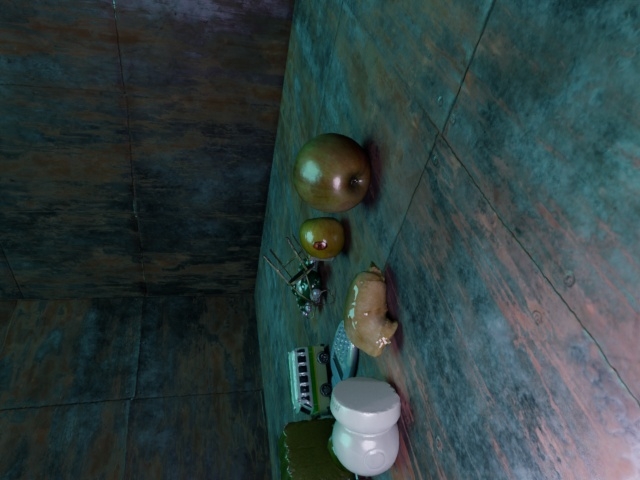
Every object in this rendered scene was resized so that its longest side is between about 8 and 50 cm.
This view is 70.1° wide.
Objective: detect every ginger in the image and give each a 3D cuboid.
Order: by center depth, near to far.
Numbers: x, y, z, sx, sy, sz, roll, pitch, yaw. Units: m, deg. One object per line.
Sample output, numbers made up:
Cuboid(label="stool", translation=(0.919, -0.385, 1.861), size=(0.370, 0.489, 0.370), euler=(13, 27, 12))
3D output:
Cuboid(label="ginger", translation=(0.134, 0.194, 1.288), size=(0.138, 0.152, 0.267), euler=(44, -145, -69))

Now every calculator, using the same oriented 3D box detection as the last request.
Cuboid(label="calculator", translation=(0.082, 0.424, 1.644), size=(0.188, 0.042, 0.302), euler=(-118, 32, -59))

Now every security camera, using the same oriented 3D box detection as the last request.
Cuboid(label="security camera", translation=(0.118, 0.514, 1.234), size=(0.194, 0.195, 0.236), euler=(-142, 52, -71))

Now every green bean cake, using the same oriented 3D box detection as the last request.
Cuboid(label="green bean cake", translation=(-0.010, 0.753, 1.568), size=(0.246, 0.250, 0.156), euler=(-106, 23, -44))

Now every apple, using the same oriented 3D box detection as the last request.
Cuboid(label="apple", translation=(0.045, -0.211, 1.451), size=(0.234, 0.257, 0.256), euler=(23, 115, 41))
Cuboid(label="apple", translation=(0.007, -0.009, 1.694), size=(0.182, 0.183, 0.155), euler=(-179, 82, -75))

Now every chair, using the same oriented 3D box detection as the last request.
Cuboid(label="chair", translation=(-0.085, 0.143, 1.890), size=(0.325, 0.160, 0.170), euler=(52, -169, -4))

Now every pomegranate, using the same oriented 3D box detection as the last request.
Cuboid(label="pomegranate", translation=(0.092, 0.619, 1.412), size=(0.131, 0.152, 0.191), euler=(52, 171, -7))

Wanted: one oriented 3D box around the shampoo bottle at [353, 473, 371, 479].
Cuboid(label="shampoo bottle", translation=(0.131, 0.787, 1.394), size=(0.068, 0.067, 0.236), euler=(107, 158, -48))

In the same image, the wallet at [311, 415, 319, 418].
Cuboid(label="wallet", translation=(-0.030, 0.667, 2.046), size=(0.182, 0.049, 0.229), euler=(114, 151, -49))

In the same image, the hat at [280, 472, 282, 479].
Cuboid(label="hat", translation=(-0.027, 0.929, 1.815), size=(0.128, 0.266, 0.265), euler=(61, -168, -47))

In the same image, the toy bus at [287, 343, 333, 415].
Cuboid(label="toy bus", translation=(-0.045, 0.578, 1.877), size=(0.133, 0.165, 0.275), euler=(115, 152, -60))

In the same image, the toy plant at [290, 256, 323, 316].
Cuboid(label="toy plant", translation=(-0.057, 0.199, 2.024), size=(0.243, 0.113, 0.232), euler=(-57, 39, 44))

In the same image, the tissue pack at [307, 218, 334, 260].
Cuboid(label="tissue pack", translation=(0.000, 0.000, 1.842), size=(0.099, 0.106, 0.148), euler=(119, 149, -60))
